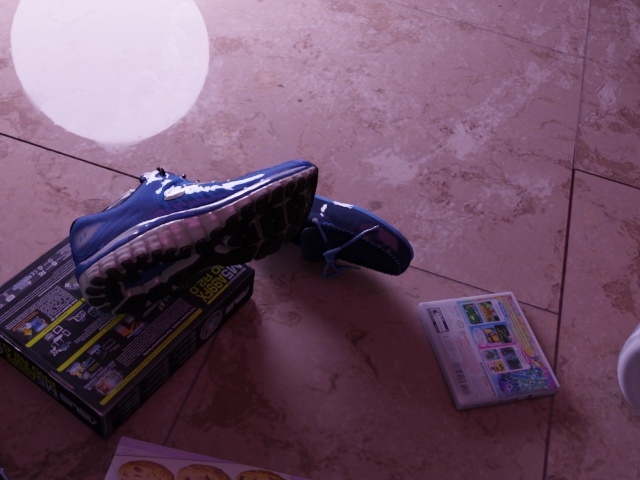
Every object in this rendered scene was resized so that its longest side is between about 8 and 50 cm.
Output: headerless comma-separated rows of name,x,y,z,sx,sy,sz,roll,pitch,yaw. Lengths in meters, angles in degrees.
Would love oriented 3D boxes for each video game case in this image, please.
video game case,0.219,0.141,0.985,0.143,0.019,0.157,-5,50,-16

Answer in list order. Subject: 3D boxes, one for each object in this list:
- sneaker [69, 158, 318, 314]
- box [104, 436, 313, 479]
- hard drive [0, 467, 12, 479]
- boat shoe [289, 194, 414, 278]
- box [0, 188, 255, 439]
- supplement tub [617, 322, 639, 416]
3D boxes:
sneaker,-0.151,-0.042,0.916,0.329,0.130,0.147,-22,58,-24
box,-0.063,0.279,0.781,0.323,0.063,0.067,13,50,1
hard drive,-0.402,0.307,0.586,0.339,0.236,0.064,-37,98,-34
boat shoe,0.000,0.000,1.027,0.258,0.109,0.089,20,54,28
box,-0.247,0.076,0.924,0.216,0.060,0.270,32,51,16
supplement tub,0.534,0.109,0.957,0.193,0.194,0.316,38,53,21
